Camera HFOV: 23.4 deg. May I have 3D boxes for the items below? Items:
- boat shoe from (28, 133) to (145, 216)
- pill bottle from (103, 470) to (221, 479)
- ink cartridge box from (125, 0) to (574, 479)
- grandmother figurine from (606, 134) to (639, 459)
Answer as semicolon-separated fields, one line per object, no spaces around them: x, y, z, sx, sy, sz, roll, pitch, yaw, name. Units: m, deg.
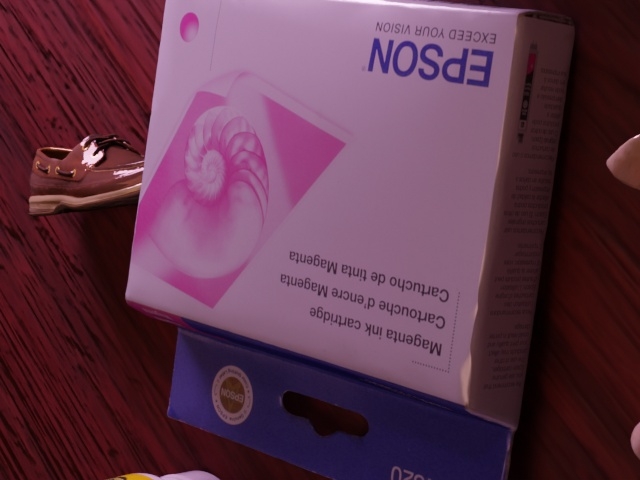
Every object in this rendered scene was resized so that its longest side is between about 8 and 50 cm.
-0.174;-0.054;1.213;0.178;0.064;0.060;-5;93;47;boat shoe
-0.160;0.236;1.127;0.119;0.208;0.119;6;98;43;pill bottle
0.000;0.000;1.030;0.324;0.071;0.330;12;97;43;ink cartridge box
0.267;0.093;0.773;0.208;0.104;0.342;-21;79;25;grandmother figurine
